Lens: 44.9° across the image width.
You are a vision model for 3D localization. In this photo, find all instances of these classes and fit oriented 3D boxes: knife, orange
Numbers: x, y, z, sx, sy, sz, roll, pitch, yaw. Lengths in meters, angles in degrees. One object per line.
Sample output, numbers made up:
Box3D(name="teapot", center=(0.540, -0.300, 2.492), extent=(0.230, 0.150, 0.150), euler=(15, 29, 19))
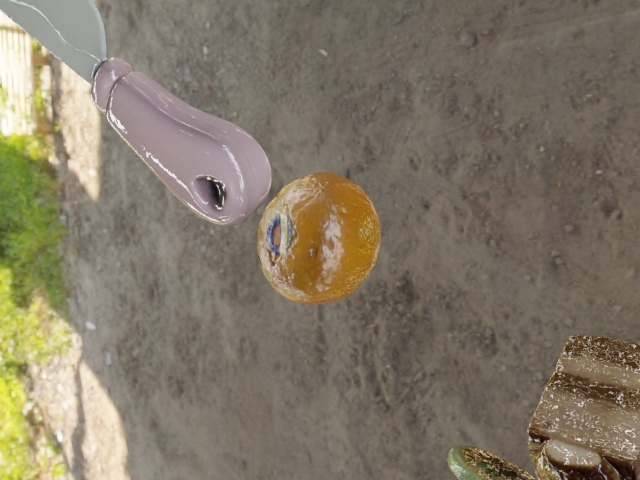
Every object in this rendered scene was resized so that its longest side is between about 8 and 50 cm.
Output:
Box3D(name="knife", center=(-0.167, -0.134, 0.523), extent=(0.336, 0.043, 0.081), euler=(40, 137, 4))
Box3D(name="orange", center=(0.001, -0.002, 0.778), extent=(0.135, 0.117, 0.136), euler=(1, 91, 45))

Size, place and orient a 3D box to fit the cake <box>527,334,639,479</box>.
Box3D(name="cake", center=(0.456, 0.320, 1.241), extent=(0.196, 0.293, 0.199), euler=(11, 138, 36))

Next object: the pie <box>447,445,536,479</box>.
Box3D(name="pie", center=(0.141, 0.189, 0.620), extent=(0.084, 0.084, 0.021), euler=(28, 100, 51))
